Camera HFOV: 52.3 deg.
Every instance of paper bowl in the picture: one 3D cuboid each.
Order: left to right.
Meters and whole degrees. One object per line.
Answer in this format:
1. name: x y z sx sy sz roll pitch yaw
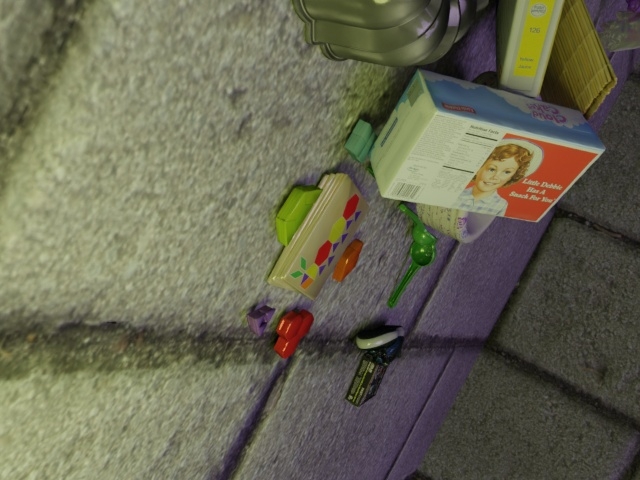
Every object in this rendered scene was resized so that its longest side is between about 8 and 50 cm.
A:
1. paper bowl: 0.252 -0.149 1.119 0.284 0.148 0.284 -45 152 -33

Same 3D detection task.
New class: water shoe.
1. water shoe: 0.133 0.222 1.347 0.203 0.073 0.080 3 84 -65

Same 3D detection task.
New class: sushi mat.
1. sushi mat: 0.355 -0.304 0.980 0.151 0.019 0.316 106 -18 -58

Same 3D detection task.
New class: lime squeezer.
1. lime squeezer: 0.184 0.011 1.295 0.110 0.058 0.310 -19 143 -14

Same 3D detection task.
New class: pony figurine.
1. pony figurine: 0.911 -0.660 1.704 0.302 0.351 0.363 -59 137 -14

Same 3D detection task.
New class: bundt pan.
1. bundt pan: 0.114 -0.329 0.687 0.331 0.124 0.330 -45 152 -32

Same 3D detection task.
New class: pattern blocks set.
1. pattern blocks set: 0.000 0.000 0.931 0.324 0.026 0.285 -55 155 -14

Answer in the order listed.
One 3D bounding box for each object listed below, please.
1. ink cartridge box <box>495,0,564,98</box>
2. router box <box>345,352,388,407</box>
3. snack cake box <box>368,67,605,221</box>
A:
1. ink cartridge box: 0.280 -0.401 0.842 0.307 0.072 0.303 88 12 -55
2. router box: 0.110 0.303 1.458 0.092 0.038 0.122 -13 127 -60
3. snack cake box: 0.218 -0.119 0.875 0.265 0.089 0.152 8 136 -23
